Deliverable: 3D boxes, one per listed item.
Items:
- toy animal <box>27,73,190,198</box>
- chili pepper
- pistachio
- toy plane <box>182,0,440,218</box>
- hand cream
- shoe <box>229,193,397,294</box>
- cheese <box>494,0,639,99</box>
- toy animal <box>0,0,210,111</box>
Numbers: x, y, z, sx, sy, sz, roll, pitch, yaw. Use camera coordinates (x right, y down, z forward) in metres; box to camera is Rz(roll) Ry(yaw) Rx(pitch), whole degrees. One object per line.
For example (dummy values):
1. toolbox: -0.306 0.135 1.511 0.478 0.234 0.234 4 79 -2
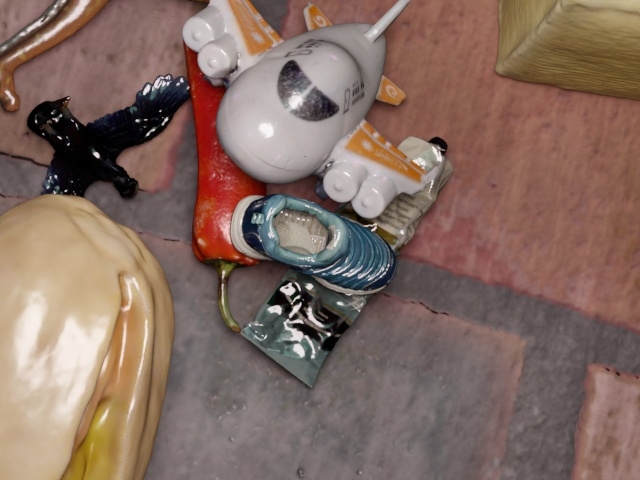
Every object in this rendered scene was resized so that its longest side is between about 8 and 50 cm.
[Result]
1. toy animal: -0.196 -0.075 1.236 0.108 0.062 0.220 43 71 -18
2. chili pepper: -0.080 -0.057 1.239 0.071 0.063 0.272 7 72 -43
3. pistachio: -0.216 0.110 1.124 0.188 0.187 0.299 16 81 -6
4. toy plane: -0.002 -0.128 1.212 0.245 0.117 0.244 26 41 -26
5. hand cream: 0.033 0.007 1.255 0.075 0.052 0.248 35 75 6
6. shoe: 0.000 0.000 1.188 0.143 0.071 0.064 21 77 -17
7. cheese: 0.308 -0.199 1.254 0.266 0.242 0.123 7 84 -8
8. toy animal: -0.181 -0.217 1.268 0.230 0.066 0.224 2 90 -20
